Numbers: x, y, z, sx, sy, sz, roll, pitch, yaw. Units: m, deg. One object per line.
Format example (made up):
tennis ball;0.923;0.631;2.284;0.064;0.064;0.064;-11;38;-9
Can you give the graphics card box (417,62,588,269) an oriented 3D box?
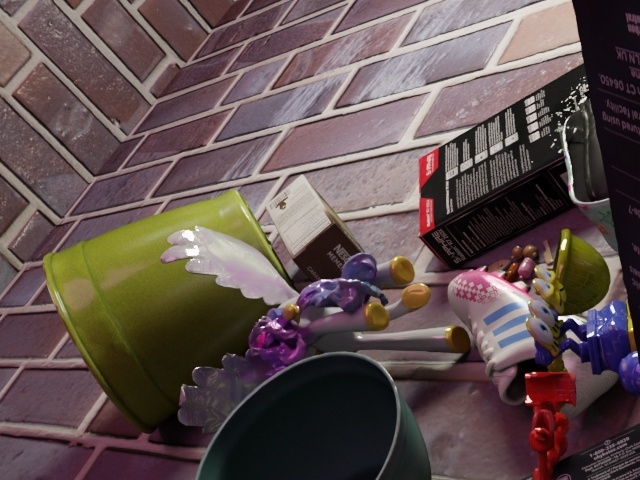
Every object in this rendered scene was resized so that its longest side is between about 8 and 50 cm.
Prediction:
graphics card box;0.327;-0.128;1.637;0.370;0.094;0.233;-31;28;25

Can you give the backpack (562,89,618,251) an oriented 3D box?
backpack;0.431;-0.099;1.334;0.225;0.191;0.253;-30;21;29

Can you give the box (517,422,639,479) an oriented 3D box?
box;0.324;0.273;0.976;0.247;0.142;0.163;-30;27;19

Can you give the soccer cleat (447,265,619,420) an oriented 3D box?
soccer cleat;0.241;0.129;1.339;0.143;0.116;0.331;-48;27;-11

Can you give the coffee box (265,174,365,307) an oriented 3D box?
coffee box;0.000;0.000;1.848;0.098;0.141;0.246;-40;27;4

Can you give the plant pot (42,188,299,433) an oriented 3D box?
plant pot;-0.238;0.095;1.856;0.352;0.367;0.366;-30;26;-1

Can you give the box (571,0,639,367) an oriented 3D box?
box;0.470;-0.017;0.675;0.479;0.472;0.297;-21;22;-11

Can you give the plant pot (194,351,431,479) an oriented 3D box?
plant pot;0.018;0.311;1.270;0.293;0.196;0.293;-27;32;19

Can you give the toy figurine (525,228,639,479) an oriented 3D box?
toy figurine;0.321;0.111;1.013;0.217;0.191;0.362;-1;16;16

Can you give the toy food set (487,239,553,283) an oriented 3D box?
toy food set;0.280;0.039;1.532;0.122;0.019;0.078;-32;28;21

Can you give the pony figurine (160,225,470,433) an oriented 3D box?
pony figurine;-0.026;0.125;1.497;0.363;0.351;0.303;-19;64;39
